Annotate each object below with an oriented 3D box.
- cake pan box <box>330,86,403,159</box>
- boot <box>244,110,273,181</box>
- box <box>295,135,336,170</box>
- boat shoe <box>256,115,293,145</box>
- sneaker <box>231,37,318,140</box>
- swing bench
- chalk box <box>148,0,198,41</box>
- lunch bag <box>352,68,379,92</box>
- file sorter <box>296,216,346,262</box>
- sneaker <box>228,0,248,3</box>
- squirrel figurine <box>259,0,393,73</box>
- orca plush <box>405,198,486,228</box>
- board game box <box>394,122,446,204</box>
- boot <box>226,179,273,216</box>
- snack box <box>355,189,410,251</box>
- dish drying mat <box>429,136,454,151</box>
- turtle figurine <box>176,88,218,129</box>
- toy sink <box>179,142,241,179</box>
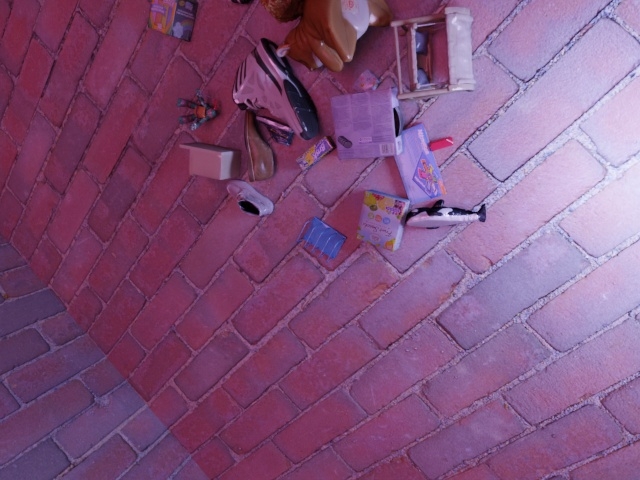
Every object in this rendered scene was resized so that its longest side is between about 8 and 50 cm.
[{"bbox_3d":[0.176,-0.439,1.564,0.267,0.070,0.245,2,115,31],"label":"cake pan box"},{"bbox_3d":[-0.272,-0.413,1.799,0.115,0.112,0.305,-7,99,-4],"label":"boot"},{"bbox_3d":[-0.018,-0.360,1.711,0.169,0.054,0.059,-33,90,26],"label":"box"},{"bbox_3d":[-0.201,-0.467,1.754,0.183,0.065,0.083,25,115,16],"label":"boat shoe"},{"bbox_3d":[-0.195,-0.558,1.686,0.258,0.169,0.447,-32,82,31],"label":"sneaker"},{"bbox_3d":[0.387,-0.623,1.404,0.255,0.165,0.253,-3,103,23],"label":"swing bench"},{"bbox_3d":[-0.623,-0.985,1.757,0.132,0.132,0.213,26,112,15],"label":"chalk box"},{"bbox_3d":[0.176,-0.592,1.566,0.071,0.053,0.083,46,127,7],"label":"lunch bag"},{"bbox_3d":[0.000,0.000,1.774,0.170,0.104,0.118,34,115,11],"label":"file sorter"},{"bbox_3d":[-0.301,-1.057,1.635,0.121,0.079,0.216,16,118,15],"label":"sneaker"},{"bbox_3d":[-0.027,-0.784,1.450,0.397,0.281,0.370,44,160,-28],"label":"squirrel figurine"},{"bbox_3d":[0.464,-0.117,1.548,0.287,0.151,0.102,-8,69,28],"label":"orca plush"},{"bbox_3d":[0.369,-0.289,1.580,0.145,0.027,0.281,-17,97,28],"label":"board game box"},{"bbox_3d":[-0.341,-0.191,1.856,0.258,0.123,0.095,29,113,14],"label":"boot"},{"bbox_3d":[0.248,-0.081,1.653,0.175,0.070,0.207,20,112,28],"label":"snack box"},{"bbox_3d":[0.447,-0.356,1.523,0.083,0.008,0.032,-16,100,6],"label":"dish drying mat"},{"bbox_3d":[-0.545,-0.574,1.845,0.234,0.118,0.175,13,95,36],"label":"turtle figurine"},{"bbox_3d":[-0.501,-0.357,1.865,0.234,0.153,0.131,14,110,18],"label":"toy sink"}]
